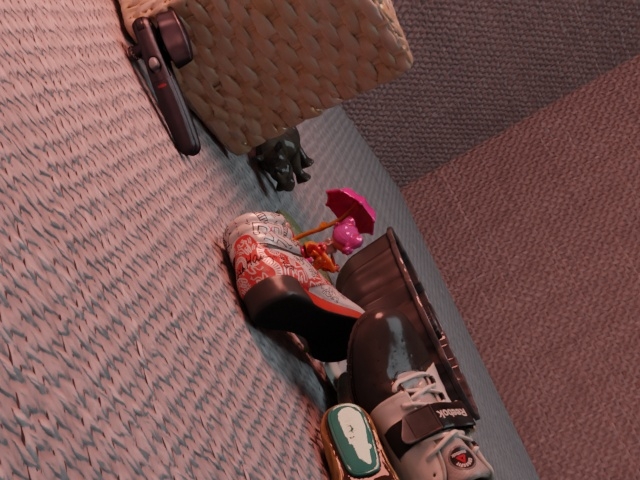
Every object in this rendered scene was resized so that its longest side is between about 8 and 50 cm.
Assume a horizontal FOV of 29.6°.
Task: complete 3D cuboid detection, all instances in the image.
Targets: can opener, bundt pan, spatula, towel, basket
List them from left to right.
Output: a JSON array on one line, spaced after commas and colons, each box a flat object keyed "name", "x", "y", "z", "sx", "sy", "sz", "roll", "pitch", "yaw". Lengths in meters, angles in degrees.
[{"name": "can opener", "x": -0.188, "y": -0.193, "z": 1.500, "sx": 0.059, "sy": 0.073, "sz": 0.186, "roll": 2, "pitch": 72, "yaw": -71}, {"name": "basket", "x": -0.087, "y": -0.345, "z": 1.698, "sx": 0.331, "sy": 0.328, "sz": 0.266, "roll": 51, "pitch": 17, "yaw": -49}, {"name": "towel", "x": -0.021, "y": 0.024, "z": 1.834, "sx": 0.148, "sy": 0.027, "sz": 0.110, "roll": 51, "pitch": 12, "yaw": -47}, {"name": "spatula", "x": 0.055, "y": 0.225, "z": 1.654, "sx": 0.168, "sy": 0.019, "sz": 0.242, "roll": 60, "pitch": 9, "yaw": 2}, {"name": "bundt pan", "x": 0.124, "y": 0.150, "z": 1.882, "sx": 0.331, "sy": 0.124, "sz": 0.331, "roll": 63, "pitch": 7, "yaw": -14}]

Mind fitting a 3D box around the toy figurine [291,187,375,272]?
[{"name": "toy figurine", "x": 0.000, "y": 0.000, "z": 1.600, "sx": 0.130, "sy": 0.159, "sz": 0.173, "roll": 54, "pitch": 12, "yaw": -37}]

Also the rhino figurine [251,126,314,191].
[{"name": "rhino figurine", "x": -0.066, "y": -0.135, "z": 1.943, "sx": 0.106, "sy": 0.073, "sz": 0.243, "roll": 62, "pitch": 10, "yaw": -16}]

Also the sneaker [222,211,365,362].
[{"name": "sneaker", "x": -0.023, "y": 0.053, "z": 1.487, "sx": 0.270, "sy": 0.090, "sz": 0.145, "roll": 33, "pitch": 30, "yaw": -57}]

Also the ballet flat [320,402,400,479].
[{"name": "ballet flat", "x": 0.053, "y": 0.278, "z": 1.316, "sx": 0.232, "sy": 0.080, "sz": 0.073, "roll": -105, "pitch": -168, "yaw": -49}]

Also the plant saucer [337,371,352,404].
[{"name": "plant saucer", "x": 0.112, "y": 0.304, "z": 1.566, "sx": 0.310, "sy": 0.050, "sz": 0.310, "roll": 61, "pitch": 12, "yaw": -22}]

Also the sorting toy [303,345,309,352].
[{"name": "sorting toy", "x": -0.017, "y": 0.118, "z": 1.576, "sx": 0.083, "sy": 0.012, "sz": 0.062, "roll": -63, "pitch": 139, "yaw": -81}]

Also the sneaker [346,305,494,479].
[{"name": "sneaker", "x": 0.132, "y": 0.229, "z": 1.385, "sx": 0.146, "sy": 0.122, "sz": 0.330, "roll": -20, "pitch": -95, "yaw": 57}]
